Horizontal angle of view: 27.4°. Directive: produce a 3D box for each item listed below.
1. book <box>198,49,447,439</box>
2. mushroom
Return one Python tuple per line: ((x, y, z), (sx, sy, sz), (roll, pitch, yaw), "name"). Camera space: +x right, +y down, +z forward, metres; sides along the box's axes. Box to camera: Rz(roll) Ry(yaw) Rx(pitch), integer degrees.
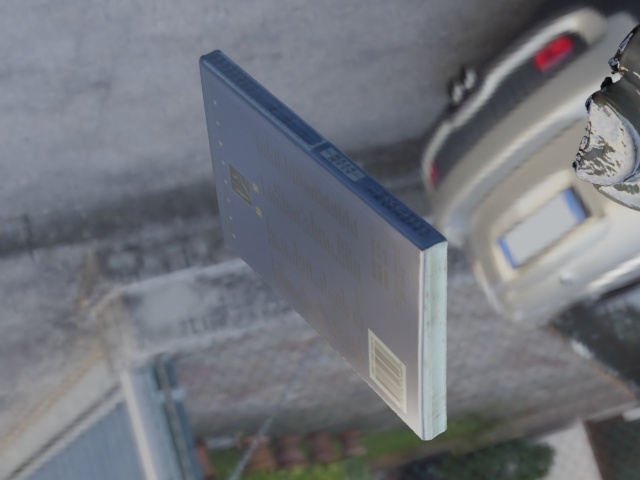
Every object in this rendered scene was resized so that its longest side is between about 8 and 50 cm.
((0.000, 0.000, 0.948), (0.025, 0.269, 0.191), (-27, 137, -23), "book")
((0.296, -0.099, 1.081), (0.141, 0.117, 0.188), (-42, 145, -33), "mushroom")
